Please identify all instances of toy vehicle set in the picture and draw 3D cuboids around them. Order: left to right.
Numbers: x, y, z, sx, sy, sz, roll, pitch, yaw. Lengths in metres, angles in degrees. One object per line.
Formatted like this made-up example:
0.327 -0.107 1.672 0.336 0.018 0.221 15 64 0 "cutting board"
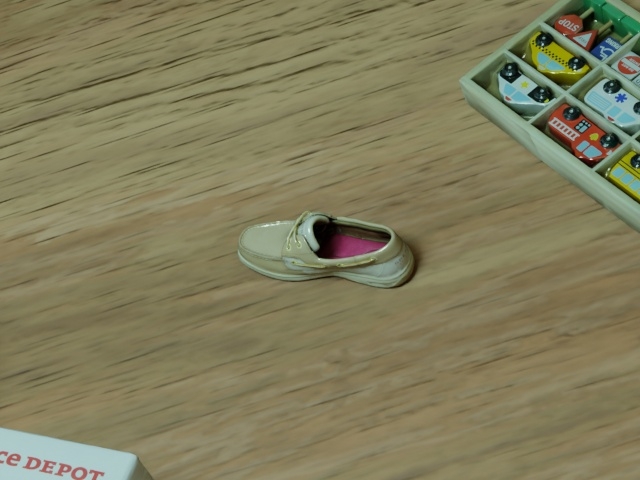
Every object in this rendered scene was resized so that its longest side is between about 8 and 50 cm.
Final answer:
0.276 -0.120 1.678 0.166 0.035 0.267 -39 52 -13 "toy vehicle set"

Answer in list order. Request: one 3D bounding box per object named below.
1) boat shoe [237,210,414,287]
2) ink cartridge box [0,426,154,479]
0.000 0.000 1.661 0.170 0.059 0.063 4 56 21 "boat shoe"
-0.262 0.294 1.489 0.197 0.114 0.273 8 56 24 "ink cartridge box"
